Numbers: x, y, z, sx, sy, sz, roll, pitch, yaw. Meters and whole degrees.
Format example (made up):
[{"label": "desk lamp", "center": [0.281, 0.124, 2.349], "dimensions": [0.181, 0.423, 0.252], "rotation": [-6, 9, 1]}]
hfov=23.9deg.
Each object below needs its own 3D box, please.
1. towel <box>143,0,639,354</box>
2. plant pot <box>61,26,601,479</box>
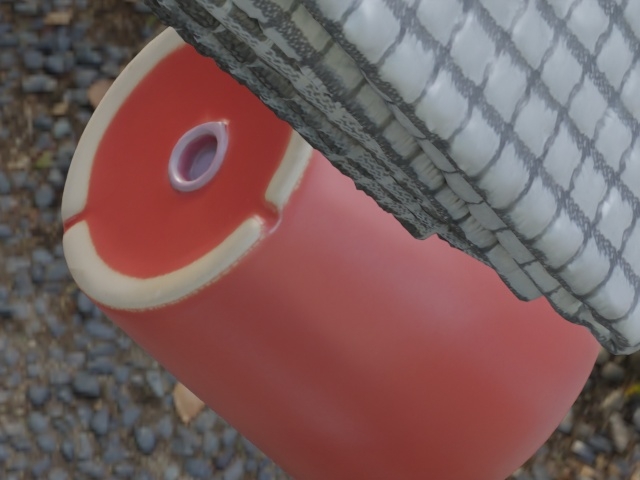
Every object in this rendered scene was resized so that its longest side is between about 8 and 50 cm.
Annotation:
[{"label": "towel", "center": [0.048, -0.136, 0.450], "dimensions": [0.121, 0.284, 0.235], "rotation": [18, 73, 47]}, {"label": "plant pot", "center": [0.000, 0.000, 0.890], "dimensions": [0.275, 0.243, 0.275], "rotation": [-22, 52, 31]}]
